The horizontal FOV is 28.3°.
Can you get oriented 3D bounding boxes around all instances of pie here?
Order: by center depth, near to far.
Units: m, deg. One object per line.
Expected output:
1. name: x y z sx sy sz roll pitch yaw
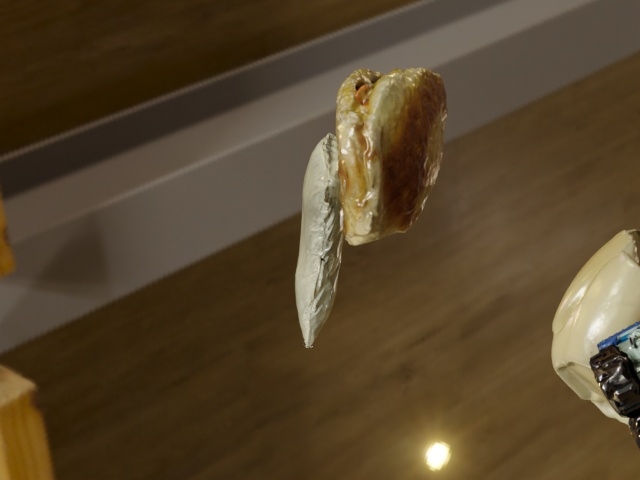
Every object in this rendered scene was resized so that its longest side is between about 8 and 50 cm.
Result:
1. pie: 0.072 -0.085 1.279 0.205 0.084 0.178 -15 -71 -62

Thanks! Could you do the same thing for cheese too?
1. cheese: 0.439 0.124 1.749 0.266 0.127 0.233 40 -97 -38

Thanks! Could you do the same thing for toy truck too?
1. toy truck: 0.365 0.177 1.284 0.208 0.113 0.126 61 -170 -1

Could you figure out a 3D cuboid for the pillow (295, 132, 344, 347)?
1. pillow: 0.000 0.000 1.396 0.128 0.051 0.229 -83 -1 -52
